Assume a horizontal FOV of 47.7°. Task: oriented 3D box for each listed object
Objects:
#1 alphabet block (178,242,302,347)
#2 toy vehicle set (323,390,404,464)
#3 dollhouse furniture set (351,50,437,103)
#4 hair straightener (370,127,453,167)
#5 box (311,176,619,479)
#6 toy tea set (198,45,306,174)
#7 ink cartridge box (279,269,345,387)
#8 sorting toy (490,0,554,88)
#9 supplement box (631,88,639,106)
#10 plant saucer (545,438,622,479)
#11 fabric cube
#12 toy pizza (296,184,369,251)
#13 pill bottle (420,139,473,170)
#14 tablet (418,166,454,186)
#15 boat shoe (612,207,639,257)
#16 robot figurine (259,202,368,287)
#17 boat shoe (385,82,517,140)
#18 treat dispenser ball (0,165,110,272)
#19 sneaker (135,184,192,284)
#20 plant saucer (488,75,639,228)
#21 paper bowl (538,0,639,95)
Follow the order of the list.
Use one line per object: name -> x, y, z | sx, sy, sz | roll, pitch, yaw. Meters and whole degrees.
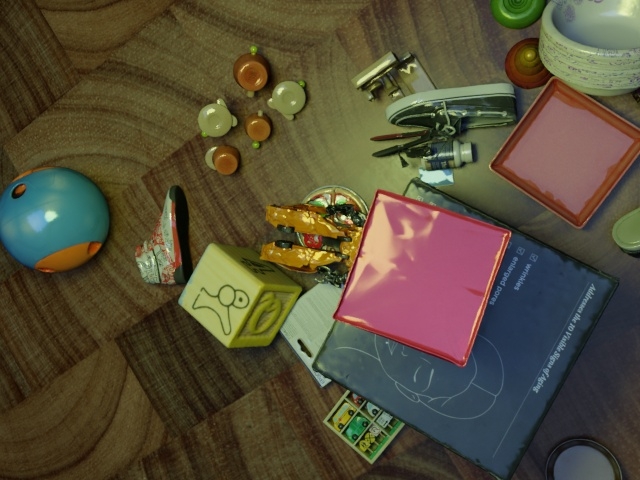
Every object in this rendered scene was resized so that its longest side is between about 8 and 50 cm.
alphabet block -> -0.202, 0.139, 1.831 | 0.197, 0.193, 0.192 | 37, 105, 28
toy vehicle set -> 0.149, 0.415, 1.846 | 0.166, 0.035, 0.266 | 38, 103, 11
dollhouse furniture set -> 0.181, -0.364, 1.727 | 0.144, 0.151, 0.123 | -33, 84, 18
hair straightener -> 0.218, -0.217, 1.735 | 0.230, 0.047, 0.089 | -2, 93, 41
box -> 0.315, 0.187, 1.619 | 0.472, 0.297, 0.479 | 29, 93, 15
toy tea set -> -0.201, -0.331, 1.885 | 0.200, 0.124, 0.336 | 40, 102, -20
ink cartridge box -> 0.025, 0.227, 1.865 | 0.224, 0.045, 0.223 | -39, 82, 16
sorting toy -> 0.453, -0.533, 1.647 | 0.127, 0.126, 0.365 | -12, 91, 17
supplement box -> 0.801, -0.272, 1.585 | 0.130, 0.073, 0.239 | -32, 85, 16
plant saucer -> 0.617, 0.552, 1.698 | 0.169, 0.029, 0.168 | -6, 74, 22
fabric cube -> 0.199, 0.072, 1.375 | 0.254, 0.258, 0.259 | 20, 91, 12
toy pizza -> 0.029, -0.041, 1.854 | 0.201, 0.032, 0.201 | 1, 94, 17
pill bottle -> 0.304, -0.206, 1.742 | 0.120, 0.067, 0.067 | -5, 92, 17
tablet -> 0.285, -0.159, 1.783 | 0.083, 0.006, 0.054 | -6, 92, 16
boat shoe -> 0.819, -0.049, 1.578 | 0.340, 0.113, 0.127 | -30, 47, 16
robot figurine -> 0.000, 0.000, 1.805 | 0.291, 0.085, 0.211 | 11, 99, 15
boat shoe -> 0.308, -0.292, 1.713 | 0.307, 0.113, 0.104 | -5, 77, 8
treat dispenser ball -> -0.715, -0.056, 1.944 | 0.288, 0.288, 0.288 | 1, 94, 17
sneaker -> -0.435, -0.011, 1.967 | 0.145, 0.090, 0.270 | -3, 95, 15
plant saucer -> 0.569, -0.202, 1.674 | 0.259, 0.048, 0.258 | 36, 103, 11
paper bowl -> 0.615, -0.420, 1.552 | 0.284, 0.148, 0.284 | -5, 49, 6
